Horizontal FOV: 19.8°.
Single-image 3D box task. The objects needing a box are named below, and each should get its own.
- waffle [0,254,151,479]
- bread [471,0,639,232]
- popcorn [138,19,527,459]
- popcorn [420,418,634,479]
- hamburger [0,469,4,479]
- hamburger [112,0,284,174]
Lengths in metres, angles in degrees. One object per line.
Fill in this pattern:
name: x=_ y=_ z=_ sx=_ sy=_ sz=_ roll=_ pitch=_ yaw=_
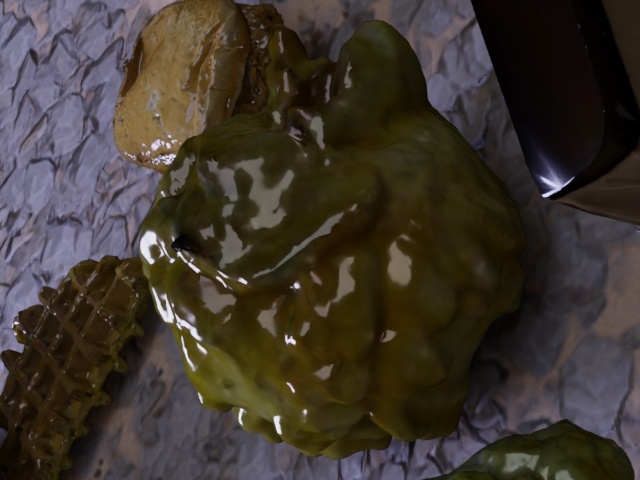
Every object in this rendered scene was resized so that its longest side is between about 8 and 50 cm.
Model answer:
waffle: x=-0.184 y=0.106 z=1.358 sx=0.161 sy=0.046 sz=0.192 roll=-13 pitch=64 yaw=43
bread: x=0.187 y=-0.114 z=0.937 sx=0.142 sy=0.212 sz=0.224 roll=-37 pitch=65 yaw=52
popcorn: x=0.000 y=0.000 z=1.101 sx=0.233 sy=0.192 sz=0.266 roll=2 pitch=91 yaw=41
popcorn: x=0.120 y=0.186 z=0.916 sx=0.198 sy=0.212 sz=0.198 roll=177 pitch=90 yaw=-86
hamburger: x=-0.291 y=0.192 z=1.361 sx=0.206 sy=0.130 sz=0.183 roll=-118 pitch=24 yaw=-58
hamburger: x=-0.083 y=-0.110 z=1.323 sx=0.147 sy=0.083 sz=0.138 roll=6 pitch=81 yaw=49
